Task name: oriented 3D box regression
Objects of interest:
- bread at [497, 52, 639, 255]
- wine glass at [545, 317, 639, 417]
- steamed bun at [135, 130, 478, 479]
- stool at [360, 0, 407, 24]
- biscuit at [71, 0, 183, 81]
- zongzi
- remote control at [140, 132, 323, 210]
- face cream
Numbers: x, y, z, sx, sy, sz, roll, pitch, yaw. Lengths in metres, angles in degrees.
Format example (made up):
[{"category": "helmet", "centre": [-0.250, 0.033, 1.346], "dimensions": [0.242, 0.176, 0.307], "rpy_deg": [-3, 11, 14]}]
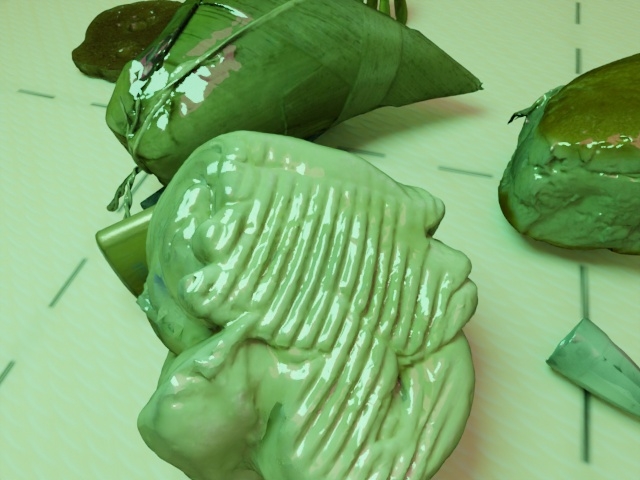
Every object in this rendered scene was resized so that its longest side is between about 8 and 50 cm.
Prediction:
[{"category": "bread", "centre": [0.393, -0.116, 0.583], "dimensions": [0.278, 0.225, 0.250], "rpy_deg": [8, 51, 22]}, {"category": "wine glass", "centre": [0.345, 0.164, 0.493], "dimensions": [0.073, 0.073, 0.155], "rpy_deg": [-40, 65, -21]}, {"category": "steamed bun", "centre": [-0.023, 0.087, 0.472], "dimensions": [0.351, 0.247, 0.340], "rpy_deg": [16, 67, -14]}, {"category": "stool", "centre": [0.123, -0.503, 0.929], "dimensions": [0.134, 0.111, 0.135], "rpy_deg": [-12, 57, -2]}, {"category": "biscuit", "centre": [-0.385, -0.439, 0.958], "dimensions": [0.272, 0.049, 0.258], "rpy_deg": [4, 60, 9]}, {"category": "zongzi", "centre": [-0.027, -0.176, 0.628], "dimensions": [0.466, 0.218, 0.500], "rpy_deg": [24, 67, 6]}, {"category": "remote control", "centre": [-0.122, -0.143, 0.746], "dimensions": [0.107, 0.044, 0.377], "rpy_deg": [40, 68, 21]}, {"category": "face cream", "centre": [-0.140, -0.022, 0.604], "dimensions": [0.285, 0.139, 0.067], "rpy_deg": [-28, 48, -12]}]
